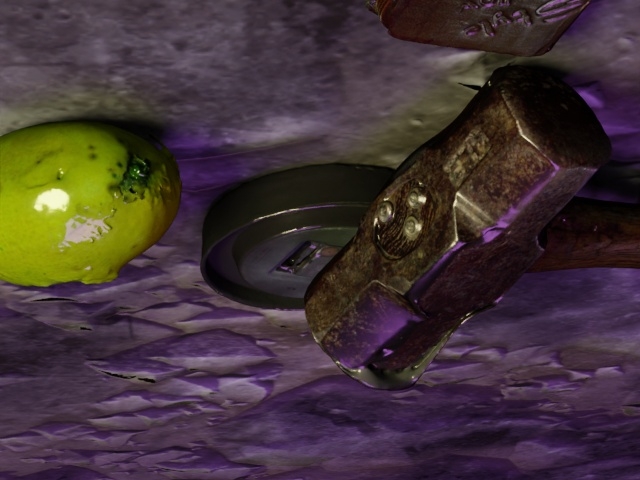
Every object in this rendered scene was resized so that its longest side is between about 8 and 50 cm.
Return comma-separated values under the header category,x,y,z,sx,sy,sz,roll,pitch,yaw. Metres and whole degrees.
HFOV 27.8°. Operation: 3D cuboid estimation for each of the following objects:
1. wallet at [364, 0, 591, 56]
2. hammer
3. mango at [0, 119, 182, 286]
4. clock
category,x,y,z,sx,sy,sz,roll,pitch,yaw
wallet,0.117,-0.168,0.660,0.122,0.031,0.232,1,154,-20
hammer,0.206,-0.005,0.948,0.409,0.095,0.242,0,139,-38
mango,-0.172,-0.018,0.829,0.178,0.100,0.119,-12,158,29
clock,0.000,0.000,0.974,0.184,0.040,0.184,-5,154,-2
